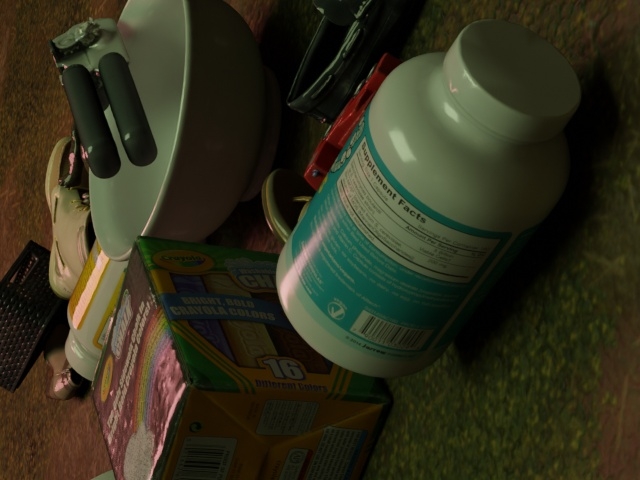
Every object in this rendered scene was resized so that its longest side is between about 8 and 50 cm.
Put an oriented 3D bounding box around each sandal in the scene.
[{"bbox_3d":[0.000,0.000,1.474,0.049,0.072,0.180,-48,39,27],"label":"sandal"}]

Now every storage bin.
[{"bbox_3d":[-0.396,0.102,2.263,0.180,0.084,0.122,-58,3,44],"label":"storage bin"}]

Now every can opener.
[{"bbox_3d":[-0.213,-0.142,1.689,0.280,0.074,0.093,-117,8,-56],"label":"can opener"}]

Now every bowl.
[{"bbox_3d":[-0.126,-0.117,1.713,0.298,0.134,0.297,-171,90,-67],"label":"bowl"}]

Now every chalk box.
[{"bbox_3d":[-0.086,0.118,1.490,0.289,0.179,0.180,-116,40,-54],"label":"chalk box"}]

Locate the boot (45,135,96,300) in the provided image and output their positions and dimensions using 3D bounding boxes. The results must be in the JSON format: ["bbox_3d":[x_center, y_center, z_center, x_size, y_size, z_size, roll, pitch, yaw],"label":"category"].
[{"bbox_3d":[-0.289,-0.039,2.134,0.165,0.077,0.213,159,113,-63],"label":"boot"}]

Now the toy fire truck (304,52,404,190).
[{"bbox_3d":[0.033,-0.078,1.371,0.192,0.047,0.135,-51,9,49],"label":"toy fire truck"}]

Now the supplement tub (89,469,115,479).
[{"bbox_3d":[-0.134,0.344,1.487,0.272,0.191,0.191,59,135,51],"label":"supplement tub"}]

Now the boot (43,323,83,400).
[{"bbox_3d":[-0.325,0.153,2.206,0.087,0.042,0.118,-32,50,50],"label":"boot"}]

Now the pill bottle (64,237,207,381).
[{"bbox_3d":[-0.209,0.060,1.865,0.117,0.118,0.208,-106,33,-43],"label":"pill bottle"}]

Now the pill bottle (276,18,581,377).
[{"bbox_3d":[0.080,-0.031,1.197,0.264,0.146,0.146,123,147,-42],"label":"pill bottle"}]

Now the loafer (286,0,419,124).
[{"bbox_3d":[0.033,-0.199,1.443,0.076,0.078,0.223,-118,43,-54],"label":"loafer"}]

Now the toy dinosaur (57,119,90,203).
[{"bbox_3d":[-0.245,-0.127,2.011,0.313,0.121,0.160,-123,33,-62],"label":"toy dinosaur"}]
